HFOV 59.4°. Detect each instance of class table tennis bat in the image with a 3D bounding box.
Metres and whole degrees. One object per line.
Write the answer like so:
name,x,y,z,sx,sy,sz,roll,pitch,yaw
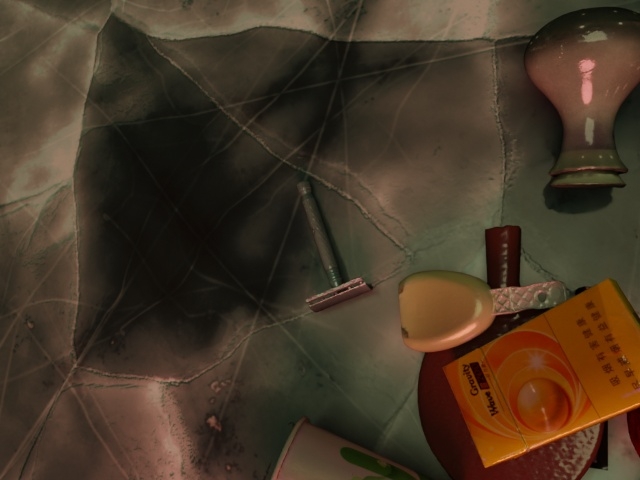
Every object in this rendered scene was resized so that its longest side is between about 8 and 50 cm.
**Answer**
table tennis bat,0.276,0.180,0.846,0.268,0.051,0.414,-4,75,30

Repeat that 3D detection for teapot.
teapot,0.398,-0.204,0.837,0.184,0.183,0.250,1,93,18

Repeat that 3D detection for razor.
razor,0.000,0.000,0.979,0.106,0.068,0.231,-24,70,12

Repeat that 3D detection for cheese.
cheese,0.234,0.094,0.834,0.252,0.054,0.127,-15,70,36

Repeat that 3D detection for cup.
cup,0.054,0.417,0.804,0.274,0.253,0.252,16,86,12

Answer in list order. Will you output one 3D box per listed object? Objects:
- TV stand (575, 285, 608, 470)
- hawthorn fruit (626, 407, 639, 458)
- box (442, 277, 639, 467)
TV stand,0.397,0.197,0.824,0.040,0.049,0.256,2,82,19
hawthorn fruit,0.488,0.250,0.691,0.266,0.210,0.230,-39,85,-27
box,0.304,0.182,0.747,0.269,0.044,0.152,-38,54,32
